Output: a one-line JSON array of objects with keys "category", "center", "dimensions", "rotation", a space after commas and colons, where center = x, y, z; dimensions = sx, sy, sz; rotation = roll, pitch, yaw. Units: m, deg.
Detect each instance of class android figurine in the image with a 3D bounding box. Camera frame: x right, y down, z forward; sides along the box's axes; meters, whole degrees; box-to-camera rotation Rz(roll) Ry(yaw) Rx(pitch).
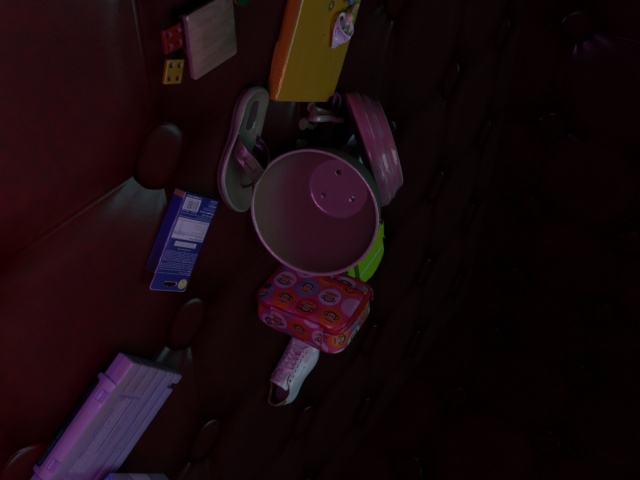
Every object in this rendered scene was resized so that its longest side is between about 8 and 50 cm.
[{"category": "android figurine", "center": [0.158, 0.039, 2.588], "dimensions": [0.248, 0.056, 0.272], "rotation": [-53, 152, -27]}]

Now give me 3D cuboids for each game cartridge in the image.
[{"category": "game cartridge", "center": [-0.472, 0.413, 1.597], "dimensions": [0.355, 0.068, 0.230], "rotation": [-56, 151, -5]}, {"category": "game cartridge", "center": [-0.012, -0.499, 1.782], "dimensions": [0.285, 0.053, 0.323], "rotation": [-17, 129, -60]}]

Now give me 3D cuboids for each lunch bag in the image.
[{"category": "lunch bag", "center": [-0.007, 0.166, 2.078], "dimensions": [0.258, 0.293, 0.120], "rotation": [-50, 152, -41]}]

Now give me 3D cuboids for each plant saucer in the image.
[{"category": "plant saucer", "center": [0.152, -0.259, 2.017], "dimensions": [0.332, 0.084, 0.332], "rotation": [-17, 90, -88]}]

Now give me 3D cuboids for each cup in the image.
[{"category": "cup", "center": [0.018, -0.105, 1.899], "dimensions": [0.237, 0.331, 0.331], "rotation": [-49, 153, -62]}]

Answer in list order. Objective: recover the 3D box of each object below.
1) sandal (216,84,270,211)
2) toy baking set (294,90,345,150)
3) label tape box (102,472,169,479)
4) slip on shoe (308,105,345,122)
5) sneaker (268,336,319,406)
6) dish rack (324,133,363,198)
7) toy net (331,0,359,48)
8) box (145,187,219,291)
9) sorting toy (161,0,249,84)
[{"category": "sandal", "center": [-0.163, -0.201, 1.680], "dimensions": [0.120, 0.086, 0.302], "rotation": [-24, 132, -56]}, {"category": "toy baking set", "center": [0.008, -0.303, 2.007], "dimensions": [0.256, 0.030, 0.196], "rotation": [-37, 143, -47]}, {"category": "label tape box", "center": [-0.495, 0.636, 1.627], "dimensions": [0.249, 0.115, 0.348], "rotation": [-43, 153, 2]}, {"category": "slip on shoe", "center": [0.018, -0.334, 1.941], "dimensions": [0.135, 0.051, 0.041], "rotation": [-7, 102, -46]}, {"category": "sneaker", "center": [-0.089, 0.411, 2.351], "dimensions": [0.123, 0.106, 0.290], "rotation": [-11, 122, -64]}, {"category": "dish rack", "center": [0.101, -0.154, 2.288], "dimensions": [0.285, 0.072, 0.332], "rotation": [-52, 151, -28]}, {"category": "toy net", "center": [0.082, -0.574, 1.770], "dimensions": [0.232, 0.045, 0.122], "rotation": [-68, 164, 10]}, {"category": "box", "center": [-0.311, 0.002, 1.621], "dimensions": [0.136, 0.037, 0.225], "rotation": [14, 97, -65]}, {"category": "sorting toy", "center": [-0.230, -0.398, 1.418], "dimensions": [0.274, 0.046, 0.132], "rotation": [-46, 149, -38]}]
